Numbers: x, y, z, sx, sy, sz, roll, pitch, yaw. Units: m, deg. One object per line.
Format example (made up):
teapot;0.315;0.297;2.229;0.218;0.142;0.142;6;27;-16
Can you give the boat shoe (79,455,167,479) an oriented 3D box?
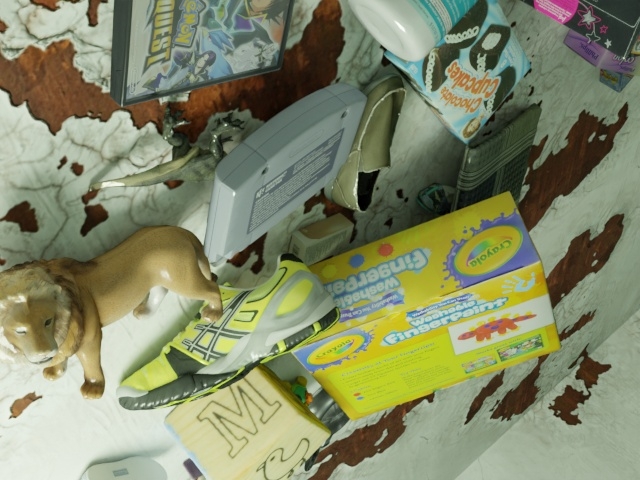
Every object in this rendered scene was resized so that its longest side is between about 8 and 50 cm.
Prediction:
boat shoe;-0.355;0.434;1.543;0.063;0.066;0.184;-45;155;23

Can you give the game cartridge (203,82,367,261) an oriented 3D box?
game cartridge;-0.050;-0.108;1.248;0.294;0.060;0.196;-40;164;-36

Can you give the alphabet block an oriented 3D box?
alphabet block;-0.132;0.345;1.595;0.197;0.193;0.192;-46;151;-3

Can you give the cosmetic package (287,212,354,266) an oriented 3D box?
cosmetic package;0.000;0.000;1.517;0.115;0.041;0.060;-23;142;-37

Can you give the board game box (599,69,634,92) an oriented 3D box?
board game box;0.667;-0.424;1.867;0.194;0.060;0.194;7;119;-55

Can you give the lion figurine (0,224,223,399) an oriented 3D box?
lion figurine;-0.279;0.066;1.177;0.392;0.142;0.240;-40;144;-41

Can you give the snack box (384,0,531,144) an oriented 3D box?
snack box;0.241;-0.303;1.460;0.187;0.060;0.322;-51;150;5

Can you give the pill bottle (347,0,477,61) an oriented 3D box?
pill bottle;0.170;-0.386;1.189;0.264;0.146;0.146;-46;150;-2

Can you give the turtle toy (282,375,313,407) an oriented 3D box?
turtle toy;-0.067;0.343;1.798;0.130;0.066;0.095;-8;131;-48

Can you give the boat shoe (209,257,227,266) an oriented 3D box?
boat shoe;-0.145;-0.004;1.342;0.100;0.035;0.035;-48;123;6

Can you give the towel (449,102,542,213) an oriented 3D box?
towel;0.338;-0.099;1.755;0.324;0.056;0.312;-33;138;-47

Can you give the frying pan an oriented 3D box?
frying pan;-0.004;0.445;2.022;0.197;0.053;0.326;3;119;-52

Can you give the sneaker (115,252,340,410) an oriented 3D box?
sneaker;-0.163;0.157;1.414;0.384;0.147;0.145;-27;170;-2

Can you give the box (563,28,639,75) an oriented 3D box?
box;0.633;-0.452;1.676;0.213;0.117;0.243;2;125;-30

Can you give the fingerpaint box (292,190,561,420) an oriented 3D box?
fingerpaint box;0.193;0.137;1.608;0.444;0.163;0.371;-21;145;9

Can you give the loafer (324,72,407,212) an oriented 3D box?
loafer;0.089;-0.152;1.410;0.094;0.087;0.251;-16;137;-43

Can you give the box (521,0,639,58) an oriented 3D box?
box;0.466;-0.431;1.415;0.142;0.247;0.163;-20;140;-42

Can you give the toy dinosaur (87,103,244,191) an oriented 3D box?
toy dinosaur;-0.170;-0.119;1.150;0.268;0.064;0.118;-12;141;-41

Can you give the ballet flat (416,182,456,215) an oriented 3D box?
ballet flat;0.260;-0.073;1.736;0.070;0.070;0.188;-54;151;11

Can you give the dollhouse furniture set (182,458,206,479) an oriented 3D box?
dollhouse furniture set;-0.221;0.477;1.757;0.114;0.091;0.081;-25;158;-39

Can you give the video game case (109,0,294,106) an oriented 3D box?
video game case;-0.126;-0.304;1.015;0.248;0.035;0.275;-22;141;-37
